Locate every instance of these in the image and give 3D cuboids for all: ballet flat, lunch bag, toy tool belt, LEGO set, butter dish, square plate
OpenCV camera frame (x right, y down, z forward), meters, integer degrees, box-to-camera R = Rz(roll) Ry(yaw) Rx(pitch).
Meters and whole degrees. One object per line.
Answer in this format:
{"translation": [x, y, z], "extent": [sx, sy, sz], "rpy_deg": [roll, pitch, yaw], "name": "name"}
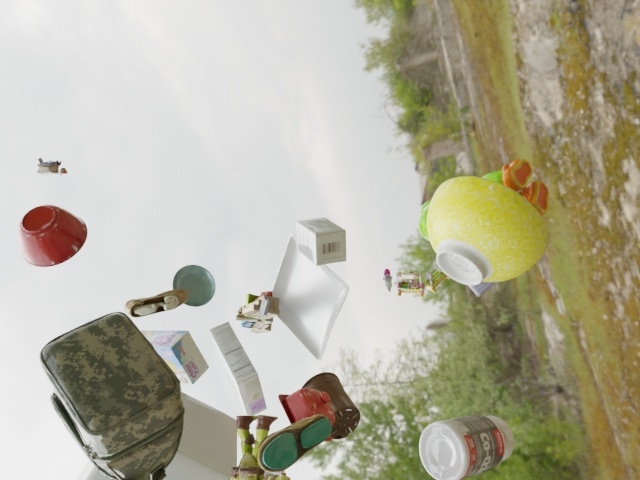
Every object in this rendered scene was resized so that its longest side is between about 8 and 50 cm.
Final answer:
{"translation": [-0.516, 0.207, 1.804], "extent": [0.067, 0.206, 0.073], "rpy_deg": [-143, 44, -58], "name": "ballet flat"}
{"translation": [-0.432, 0.350, 1.208], "extent": [0.305, 0.213, 0.256], "rpy_deg": [37, 140, 33], "name": "lunch bag"}
{"translation": [-0.800, -0.223, 1.690], "extent": [0.052, 0.083, 0.051], "rpy_deg": [148, 119, -84], "name": "toy tool belt"}
{"translation": [-0.067, 0.438, 1.224], "extent": [0.232, 0.073, 0.080], "rpy_deg": [-3, -98, -51], "name": "ballet flat"}
{"translation": [0.364, 0.115, 2.012], "extent": [0.132, 0.287, 0.107], "rpy_deg": [-101, -5, -48], "name": "LEGO set"}
{"translation": [-0.018, 0.484, 1.635], "extent": [0.160, 0.118, 0.160], "rpy_deg": [24, -157, -45], "name": "butter dish"}
{"translation": [-0.044, 0.203, 2.074], "extent": [0.049, 0.347, 0.344], "rpy_deg": [-7, -52, -42], "name": "square plate"}

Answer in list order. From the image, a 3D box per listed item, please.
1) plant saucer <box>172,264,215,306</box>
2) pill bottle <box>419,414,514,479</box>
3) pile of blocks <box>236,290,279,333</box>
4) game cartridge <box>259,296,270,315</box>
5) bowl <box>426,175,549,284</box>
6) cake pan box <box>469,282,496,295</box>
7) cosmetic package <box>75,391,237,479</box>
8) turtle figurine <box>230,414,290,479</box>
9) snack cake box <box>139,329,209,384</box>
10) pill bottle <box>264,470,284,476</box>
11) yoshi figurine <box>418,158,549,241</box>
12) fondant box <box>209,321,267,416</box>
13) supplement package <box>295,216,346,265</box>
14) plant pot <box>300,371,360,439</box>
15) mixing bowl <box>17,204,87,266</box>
{"translation": [-0.566, 0.205, 2.522], "extent": [0.195, 0.037, 0.195], "rpy_deg": [10, -113, -25], "name": "plant saucer"}
{"translation": [0.432, 0.592, 1.641], "extent": [0.283, 0.161, 0.161], "rpy_deg": [7, -113, -42], "name": "pill bottle"}
{"translation": [-0.242, 0.258, 2.147], "extent": [0.362, 0.149, 0.112], "rpy_deg": [116, 159, -65], "name": "pile of blocks"}
{"translation": [-0.186, 0.221, 1.883], "extent": [0.083, 0.017, 0.056], "rpy_deg": [-160, 81, -75], "name": "game cartridge"}
{"translation": [0.353, 0.008, 1.304], "extent": [0.156, 0.289, 0.289], "rpy_deg": [-51, -42, -24], "name": "bowl"}
{"translation": [0.507, -0.002, 1.732], "extent": [0.245, 0.267, 0.070], "rpy_deg": [51, -174, 19], "name": "cake pan box"}
{"translation": [-0.462, 0.647, 1.529], "extent": [0.327, 0.393, 0.329], "rpy_deg": [32, -177, -11], "name": "cosmetic package"}
{"translation": [-0.161, 0.510, 1.286], "extent": [0.087, 0.269, 0.217], "rpy_deg": [13, -113, -34], "name": "turtle figurine"}
{"translation": [-0.503, 0.371, 1.809], "extent": [0.089, 0.264, 0.152], "rpy_deg": [-48, -57, -48], "name": "snack cake box"}
{"translation": [-0.232, 0.882, 2.139], "extent": [0.108, 0.193, 0.108], "rpy_deg": [51, -166, -18], "name": "pill bottle"}
{"translation": [0.406, -0.077, 1.528], "extent": [0.203, 0.362, 0.203], "rpy_deg": [-3, -101, -39], "name": "yoshi figurine"}
{"translation": [-0.343, 0.532, 2.348], "extent": [0.330, 0.096, 0.238], "rpy_deg": [49, 155, 46], "name": "fondant box"}
{"translation": [0.000, 0.000, 1.791], "extent": [0.179, 0.105, 0.105], "rpy_deg": [-143, 47, -63], "name": "supplement package"}
{"translation": [0.034, 0.540, 1.831], "extent": [0.165, 0.167, 0.167], "rpy_deg": [38, 156, 53], "name": "plant pot"}
{"translation": [-0.736, -0.030, 1.522], "extent": [0.098, 0.181, 0.181], "rpy_deg": [83, -177, -54], "name": "mixing bowl"}
